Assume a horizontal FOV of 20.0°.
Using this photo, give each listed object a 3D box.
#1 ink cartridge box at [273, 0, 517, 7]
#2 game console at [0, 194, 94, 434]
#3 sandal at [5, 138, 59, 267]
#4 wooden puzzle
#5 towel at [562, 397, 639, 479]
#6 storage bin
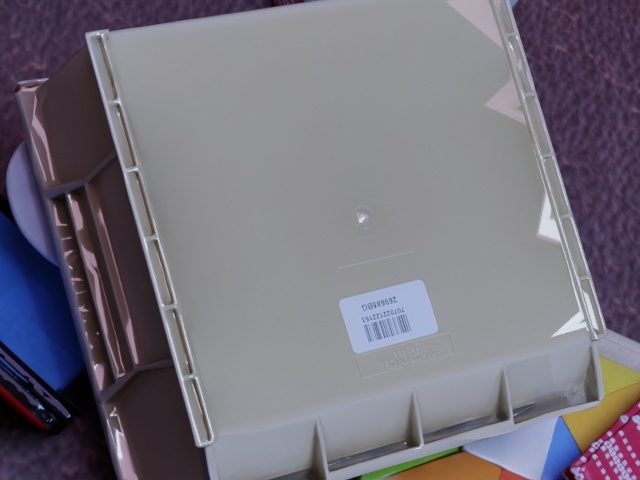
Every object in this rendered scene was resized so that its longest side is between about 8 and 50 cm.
[{"bbox_3d":[0.074,-0.218,1.175,0.158,0.218,0.092,-1,64,-23],"label":"ink cartridge box"},{"bbox_3d":[-0.175,0.032,1.018,0.144,0.124,0.085,41,82,3],"label":"game console"},{"bbox_3d":[-0.065,-0.022,1.099,0.265,0.076,0.102,-5,81,-27],"label":"sandal"},{"bbox_3d":[0.115,0.122,1.114,0.239,0.044,0.221,27,56,-8],"label":"wooden puzzle"},{"bbox_3d":[0.282,0.154,1.146,0.275,0.031,0.199,-34,92,-37],"label":"towel"},{"bbox_3d":[0.000,0.000,1.011,0.262,0.123,0.260,-12,83,-28],"label":"storage bin"}]
